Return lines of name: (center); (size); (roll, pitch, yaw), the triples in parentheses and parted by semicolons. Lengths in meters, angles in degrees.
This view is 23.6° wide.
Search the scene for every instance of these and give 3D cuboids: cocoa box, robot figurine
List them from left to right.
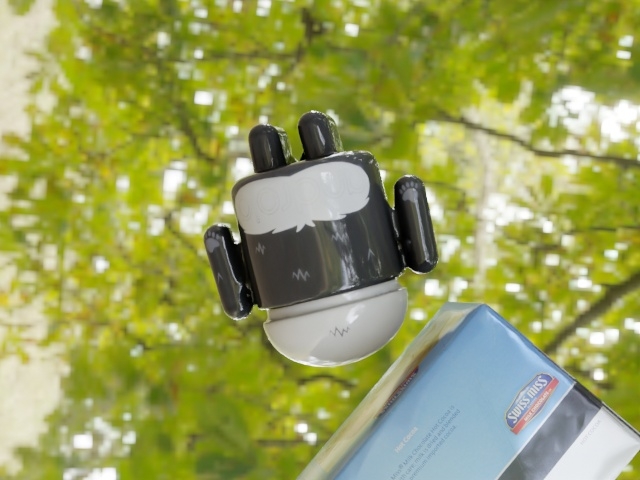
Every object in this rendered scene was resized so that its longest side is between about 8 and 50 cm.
robot figurine: (-0.002, 0.000, 1.693); (0.209, 0.173, 0.278); (-14, -90, 47)
cocoa box: (0.126, 0.262, 1.629); (0.347, 0.228, 0.231); (-49, -178, -5)
